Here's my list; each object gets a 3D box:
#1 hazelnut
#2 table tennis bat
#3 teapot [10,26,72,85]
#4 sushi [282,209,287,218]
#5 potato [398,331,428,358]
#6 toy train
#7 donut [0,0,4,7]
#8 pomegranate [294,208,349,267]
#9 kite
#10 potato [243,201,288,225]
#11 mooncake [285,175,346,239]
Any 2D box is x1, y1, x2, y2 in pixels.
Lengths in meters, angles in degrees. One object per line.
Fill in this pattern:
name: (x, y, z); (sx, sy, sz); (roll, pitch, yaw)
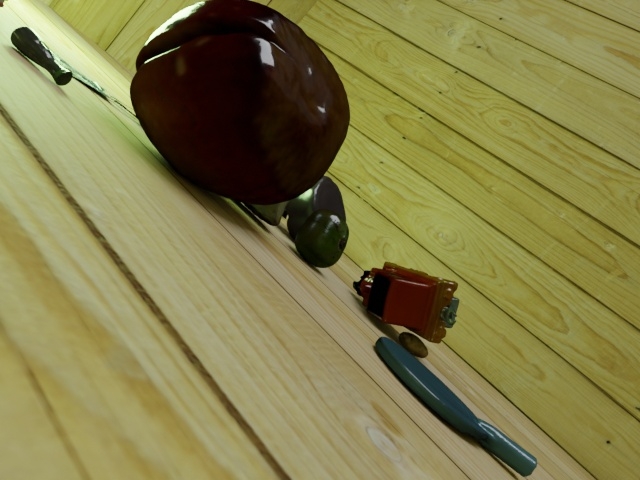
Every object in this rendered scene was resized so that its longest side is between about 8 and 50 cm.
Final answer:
hazelnut: (-0.149, -0.252, 0.910); (0.402, 0.402, 0.429); (42, 19, 24)
table tennis bat: (0.229, 0.286, 0.787); (0.329, 0.044, 0.215); (39, 2, 13)
teapot: (-0.459, -0.302, 0.734); (0.111, 0.043, 0.043); (45, 4, 5)
sushi: (-0.212, -0.213, 1.765); (0.273, 0.109, 0.134); (38, 4, -37)
potato: (0.236, 0.263, 1.131); (0.092, 0.045, 0.046); (38, 39, -7)
toy train: (0.223, 0.154, 1.195); (0.231, 0.163, 0.369); (15, 1, -20)
donut: (-0.675, -0.553, 0.699); (0.382, 0.142, 0.382); (42, 3, -3)
pomegranate: (0.000, 0.000, 1.195); (0.131, 0.152, 0.191); (34, -17, -5)
kite: (-0.506, -0.350, 1.037); (0.169, 0.015, 0.310); (43, 4, 40)
potato: (-0.122, -0.199, 1.168); (0.269, 0.255, 0.112); (42, -9, 13)
mooncake: (-0.010, -0.084, 1.413); (0.133, 0.245, 0.245); (-1, -22, 31)
